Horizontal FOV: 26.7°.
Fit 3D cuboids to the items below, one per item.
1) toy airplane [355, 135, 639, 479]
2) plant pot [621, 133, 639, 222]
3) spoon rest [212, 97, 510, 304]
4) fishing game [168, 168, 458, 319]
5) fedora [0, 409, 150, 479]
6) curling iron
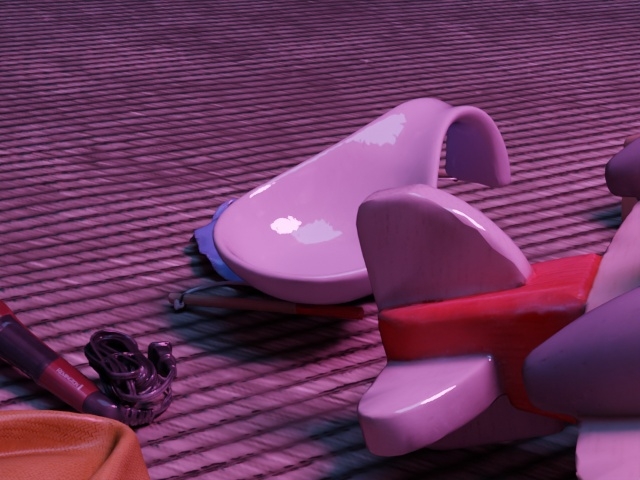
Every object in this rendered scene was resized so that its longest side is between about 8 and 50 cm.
[{"bbox_3d":[0.201,0.011,0.671,0.385,0.272,0.386,-6,23,-26],"label":"toy airplane"},{"bbox_3d":[0.305,-0.048,1.093,0.096,0.109,0.109,12,20,43],"label":"plant pot"},{"bbox_3d":[0.040,-0.034,0.908,0.137,0.084,0.276,15,29,32],"label":"spoon rest"},{"bbox_3d":[0.000,0.000,0.981,0.189,0.041,0.264,4,26,18],"label":"fishing game"},{"bbox_3d":[-0.126,0.125,0.567,0.194,0.079,0.194,5,21,-2],"label":"fedora"},{"bbox_3d":[-0.189,0.049,0.812,0.274,0.035,0.068,21,22,33],"label":"curling iron"}]
